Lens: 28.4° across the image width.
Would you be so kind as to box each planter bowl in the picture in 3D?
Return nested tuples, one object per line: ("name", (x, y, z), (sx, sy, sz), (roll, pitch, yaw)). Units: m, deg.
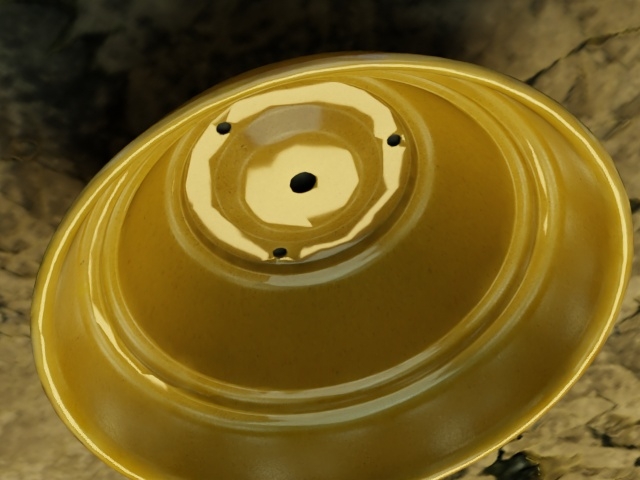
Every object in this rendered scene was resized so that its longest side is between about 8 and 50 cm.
("planter bowl", (0.000, 0.000, 0.482), (0.217, 0.090, 0.217), (-7, 131, -8))
